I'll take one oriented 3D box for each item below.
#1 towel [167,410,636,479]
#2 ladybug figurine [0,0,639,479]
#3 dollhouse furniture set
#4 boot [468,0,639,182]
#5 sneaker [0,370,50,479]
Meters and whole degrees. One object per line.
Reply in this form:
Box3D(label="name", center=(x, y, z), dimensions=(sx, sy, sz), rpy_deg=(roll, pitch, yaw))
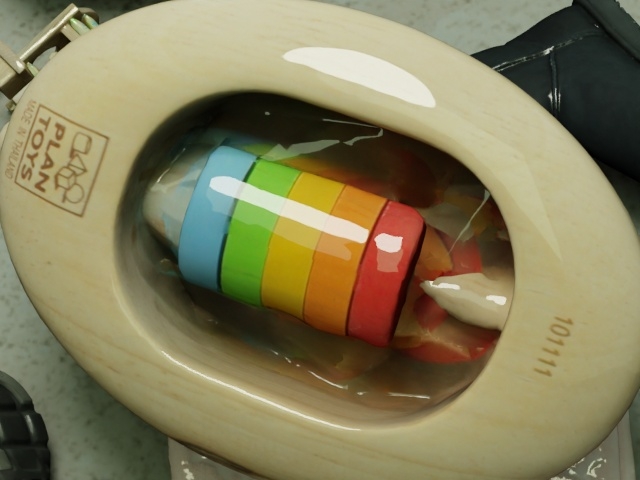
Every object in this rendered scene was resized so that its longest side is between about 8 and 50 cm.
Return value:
Box3D(label="towel", center=(0.052, 0.134, 1.151), dimensions=(0.332, 0.053, 0.317), rpy_deg=(-7, 72, 4))
Box3D(label="ladybug figurine", center=(0.000, 0.000, 1.062), dimensions=(0.449, 0.162, 0.305), rpy_deg=(23, 101, 12))
Box3D(label="dollhouse furniture set", center=(-0.208, -0.149, 1.214), dimensions=(0.101, 0.161, 0.182), rpy_deg=(-44, 74, -7))
Box3D(label="boot", center=(0.157, -0.066, 1.147), dimensions=(0.207, 0.094, 0.246), rpy_deg=(-26, 42, -2))
Box3D(label="sneaker", center=(-0.226, 0.227, 1.150), dimensions=(0.106, 0.101, 0.267), rpy_deg=(-28, 71, 22))
